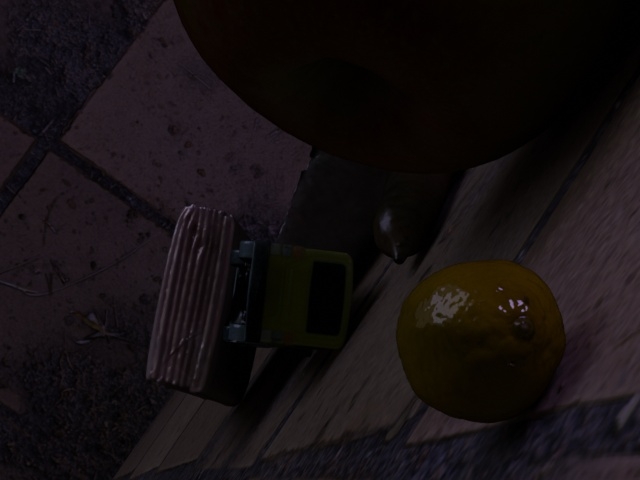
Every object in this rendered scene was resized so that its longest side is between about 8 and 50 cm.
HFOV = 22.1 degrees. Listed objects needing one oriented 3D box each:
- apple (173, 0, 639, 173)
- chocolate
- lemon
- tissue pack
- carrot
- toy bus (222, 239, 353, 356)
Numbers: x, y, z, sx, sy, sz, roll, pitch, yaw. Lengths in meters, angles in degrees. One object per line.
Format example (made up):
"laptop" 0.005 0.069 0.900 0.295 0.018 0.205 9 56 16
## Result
"apple" 0.053 -0.195 0.976 0.319 0.319 0.277 132 151 -60
"chocolate" 0.015 -0.031 1.525 0.303 0.100 0.185 -62 3 6
"lemon" 0.062 0.039 0.635 0.065 0.065 0.092 -56 3 -12
"tissue pack" -0.108 0.073 1.628 0.325 0.071 0.170 63 -141 -81
"carrot" 0.088 -0.072 1.317 0.070 0.070 0.342 -53 7 28
"toy bus" -0.028 0.050 1.351 0.175 0.101 0.088 149 127 -82
